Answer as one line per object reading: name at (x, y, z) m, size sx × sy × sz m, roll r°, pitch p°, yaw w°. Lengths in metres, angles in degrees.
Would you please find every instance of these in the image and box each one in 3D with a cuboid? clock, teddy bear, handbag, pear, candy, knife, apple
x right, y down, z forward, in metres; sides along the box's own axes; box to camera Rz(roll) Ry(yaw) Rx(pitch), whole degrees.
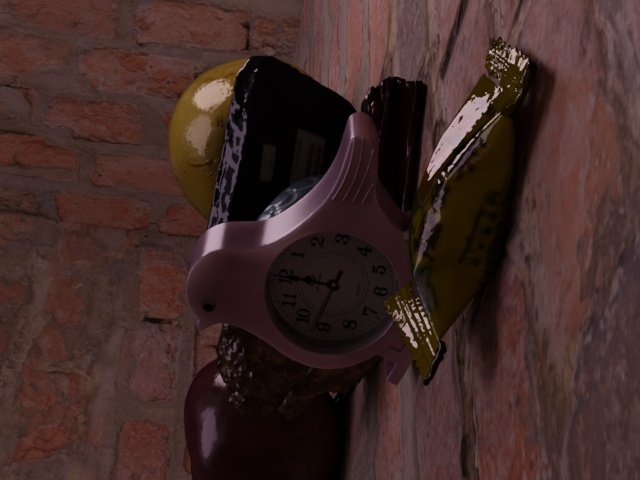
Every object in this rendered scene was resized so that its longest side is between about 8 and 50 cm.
clock at (0.000, 0.000, 1.433) m, size 0.080 × 0.276 × 0.290 m, roll -87°, pitch 10°, yaw -67°
teddy bear at (-0.034, 0.132, 1.799) m, size 0.296 × 0.223 × 0.246 m, roll -100°, pitch 16°, yaw -71°
handbag at (0.079, -0.103, 1.727) m, size 0.203 × 0.074 × 0.216 m, roll 133°, pitch 145°, yaw -78°
pear at (-0.117, -0.173, 2.401) m, size 0.348 × 0.349 × 0.348 m, roll -173°, pitch 90°, yaw -84°
candy at (0.131, -0.034, 1.180) m, size 0.187 × 0.081 × 0.297 m, roll -103°, pitch 32°, yaw -72°
knife at (0.033, 0.241, 2.002) m, size 0.210 × 0.015 × 0.028 m, roll 110°, pitch 159°, yaw -66°
apple at (-0.093, 0.308, 2.023) m, size 0.306 × 0.235 × 0.305 m, roll 176°, pitch 90°, yaw -80°

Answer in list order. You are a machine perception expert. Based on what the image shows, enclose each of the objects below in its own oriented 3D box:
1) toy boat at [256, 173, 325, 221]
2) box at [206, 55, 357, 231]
toy boat at (-0.057, 0.023, 1.945) m, size 0.330 × 0.123 × 0.215 m, roll -52°, pitch -35°, yaw -32°
box at (-0.058, -0.096, 2.108) m, size 0.350 × 0.091 × 0.359 m, roll 17°, pitch -98°, yaw -62°
